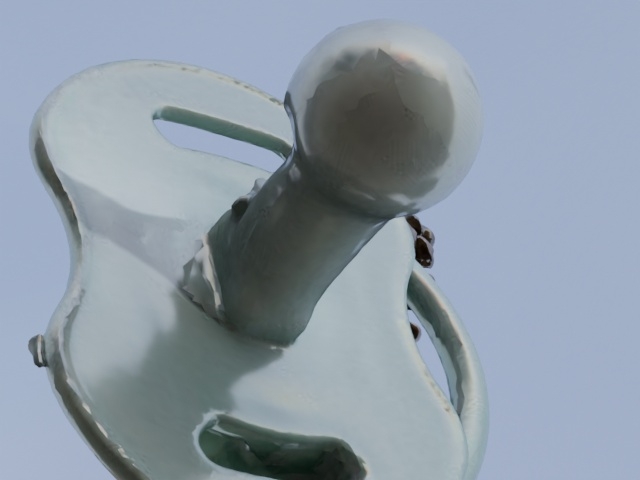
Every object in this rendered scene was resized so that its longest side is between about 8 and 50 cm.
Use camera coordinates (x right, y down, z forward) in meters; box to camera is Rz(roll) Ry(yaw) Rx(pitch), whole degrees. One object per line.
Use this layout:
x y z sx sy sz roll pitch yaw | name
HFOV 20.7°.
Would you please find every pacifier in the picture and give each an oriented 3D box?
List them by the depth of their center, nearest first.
0.000 0.000 0.909 0.288 0.343 0.269 14 -45 -30 | pacifier

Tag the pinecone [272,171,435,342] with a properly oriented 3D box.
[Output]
-0.010 0.031 1.262 0.195 0.150 0.179 -28 -119 -16 | pinecone
